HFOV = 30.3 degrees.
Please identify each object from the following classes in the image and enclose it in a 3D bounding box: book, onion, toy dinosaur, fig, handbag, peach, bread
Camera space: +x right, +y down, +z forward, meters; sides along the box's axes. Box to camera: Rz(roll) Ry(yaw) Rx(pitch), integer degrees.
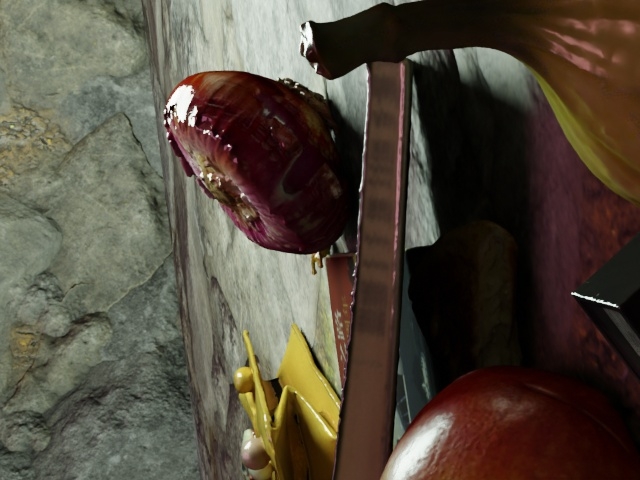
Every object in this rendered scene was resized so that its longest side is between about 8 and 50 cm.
[{"bbox_3d":[0.044,0.046,0.893,0.260,0.043,0.370,-57,-29,-80],"label":"book"},{"bbox_3d":[-0.048,-0.094,1.234,0.230,0.163,0.230,40,158,20],"label":"onion"},{"bbox_3d":[0.000,0.004,1.340,0.113,0.026,0.041,-90,-8,-57],"label":"toy dinosaur"},{"bbox_3d":[0.122,-0.061,0.422,0.143,0.231,0.160,62,157,-2],"label":"fig"},{"bbox_3d":[-0.041,0.338,1.528,0.283,0.133,0.401,-116,22,-64],"label":"handbag"},{"bbox_3d":[0.075,0.137,1.118,0.374,0.028,0.262,171,90,-76],"label":"book"},{"bbox_3d":[0.131,0.178,0.741,0.190,0.192,0.190,34,156,18],"label":"peach"},{"bbox_3d":[0.104,0.049,0.879,0.136,0.054,0.154,-150,57,-64],"label":"bread"}]

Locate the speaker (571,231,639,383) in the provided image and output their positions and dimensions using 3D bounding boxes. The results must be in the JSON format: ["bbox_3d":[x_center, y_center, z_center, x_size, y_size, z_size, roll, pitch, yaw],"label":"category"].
[{"bbox_3d":[0.173,0.081,0.455,0.191,0.046,0.040,51,171,-13],"label":"speaker"}]
